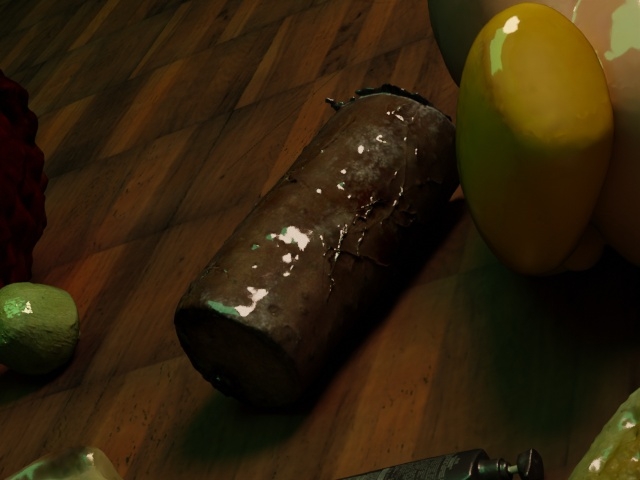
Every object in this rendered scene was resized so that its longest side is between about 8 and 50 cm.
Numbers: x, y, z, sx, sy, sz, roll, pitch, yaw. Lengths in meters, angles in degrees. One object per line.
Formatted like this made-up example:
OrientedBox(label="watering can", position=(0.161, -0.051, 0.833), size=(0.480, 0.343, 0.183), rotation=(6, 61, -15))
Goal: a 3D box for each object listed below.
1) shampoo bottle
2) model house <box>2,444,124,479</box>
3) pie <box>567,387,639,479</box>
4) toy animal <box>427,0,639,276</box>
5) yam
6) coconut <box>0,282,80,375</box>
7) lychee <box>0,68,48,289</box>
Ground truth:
OrientedBox(label="shampoo bottle", position=(0.066, 0.145, 0.867), size=(0.137, 0.027, 0.048), rotation=(-16, 19, 28))
OrientedBox(label="model house", position=(-0.167, 0.238, 0.673), size=(0.321, 0.261, 0.266), rotation=(-34, 22, -21))
OrientedBox(label="pie", position=(0.207, 0.097, 0.553), size=(0.277, 0.078, 0.277), rotation=(-38, 20, 17))
OrientedBox(label="toy animal", position=(0.204, -0.121, 0.979), size=(0.247, 0.277, 0.345), rotation=(-10, 53, 6))
OrientedBox(label="yam", position=(0.001, 0.001, 1.107), size=(0.131, 0.131, 0.279), rotation=(-6, 34, 42))
OrientedBox(label="coconut", position=(-0.252, 0.078, 1.289), size=(0.088, 0.096, 0.088), rotation=(-21, 62, 46))
OrientedBox(label="lychee", position=(-0.453, -0.046, 1.369), size=(0.500, 0.424, 0.424), rotation=(-38, 14, 41))
